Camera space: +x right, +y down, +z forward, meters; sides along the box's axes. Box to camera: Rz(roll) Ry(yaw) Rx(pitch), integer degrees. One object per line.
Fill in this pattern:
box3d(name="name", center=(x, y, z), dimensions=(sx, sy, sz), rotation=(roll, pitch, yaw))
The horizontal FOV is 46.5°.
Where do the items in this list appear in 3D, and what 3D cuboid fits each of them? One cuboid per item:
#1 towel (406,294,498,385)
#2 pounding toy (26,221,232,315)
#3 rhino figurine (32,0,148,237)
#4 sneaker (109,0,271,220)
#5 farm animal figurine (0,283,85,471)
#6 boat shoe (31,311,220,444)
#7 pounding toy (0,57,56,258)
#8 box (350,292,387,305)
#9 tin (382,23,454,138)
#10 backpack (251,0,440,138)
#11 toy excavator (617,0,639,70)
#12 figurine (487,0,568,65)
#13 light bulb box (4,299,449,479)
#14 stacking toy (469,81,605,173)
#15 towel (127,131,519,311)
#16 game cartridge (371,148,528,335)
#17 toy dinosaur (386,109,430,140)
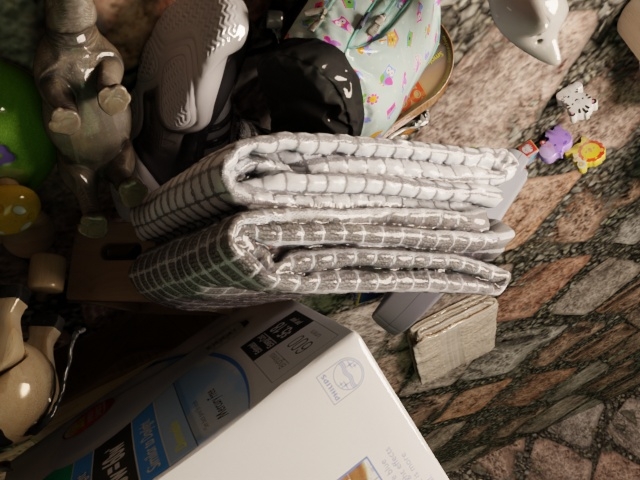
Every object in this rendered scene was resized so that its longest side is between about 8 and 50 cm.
box3d(name="towel", center=(0.272, 0.205, 1.515), dimensions=(0.187, 0.049, 0.282), rotation=(-26, 149, -2))
box3d(name="pounding toy", center=(-0.217, 0.020, 0.780), dimensions=(0.181, 0.094, 0.206), rotation=(-1, 168, 23))
box3d(name="rhino figurine", center=(-0.190, -0.126, 0.594), dimensions=(0.073, 0.106, 0.243), rotation=(-13, 134, -17))
box3d(name="sneaker", center=(-0.095, -0.118, 0.703), dimensions=(0.153, 0.101, 0.268), rotation=(-3, 147, -37))
box3d(name="farm animal figurine", center=(-0.375, 0.153, 0.709), dimensions=(0.327, 0.172, 0.330), rotation=(-12, 149, 23))
box3d(name="boat shoe", center=(-0.217, 0.155, 0.955), dimensions=(0.341, 0.121, 0.110), rotation=(-24, 131, -12))
box3d(name="pounding toy", center=(-0.307, -0.036, 0.641), dimensions=(0.183, 0.110, 0.237), rotation=(-10, 144, -27))
box3d(name="box", center=(0.074, 0.022, 1.075), dimensions=(0.054, 0.059, 0.169), rotation=(-17, 148, -17))
box3d(name="tin", center=(0.045, -0.150, 0.741), dimensions=(0.190, 0.106, 0.040), rotation=(-34, 164, 1))
box3d(name="backpack", center=(0.028, -0.164, 0.656), dimensions=(0.182, 0.115, 0.152), rotation=(-58, 164, -28))
box3d(name="toy excavator", center=(0.586, -0.185, 1.052), dimensions=(0.445, 0.222, 0.433), rotation=(-11, 145, -11))
box3d(name="figurine", center=(0.106, -0.242, 0.560), dimensions=(0.092, 0.209, 0.215), rotation=(-37, 148, 16))
box3d(name="light bulb box", center=(-0.107, 0.250, 0.728), dimensions=(0.361, 0.225, 0.358), rotation=(-34, -169, -13))
box3d(name="stacking toy", center=(0.298, -0.112, 1.060), dimensions=(0.221, 0.052, 0.167), rotation=(-32, 149, 8))
box3d(name="towel", center=(0.000, 0.000, 0.651), dimensions=(0.284, 0.121, 0.235), rotation=(1, 170, -29))
box3d(name="game cartridge", center=(0.164, 0.019, 1.009), dimensions=(0.198, 0.062, 0.297), rotation=(-46, 173, -29))
box3d(name="toy dinosaur", center=(0.001, -0.050, 0.873), dimensions=(0.322, 0.164, 0.218), rotation=(-22, 143, 39))
